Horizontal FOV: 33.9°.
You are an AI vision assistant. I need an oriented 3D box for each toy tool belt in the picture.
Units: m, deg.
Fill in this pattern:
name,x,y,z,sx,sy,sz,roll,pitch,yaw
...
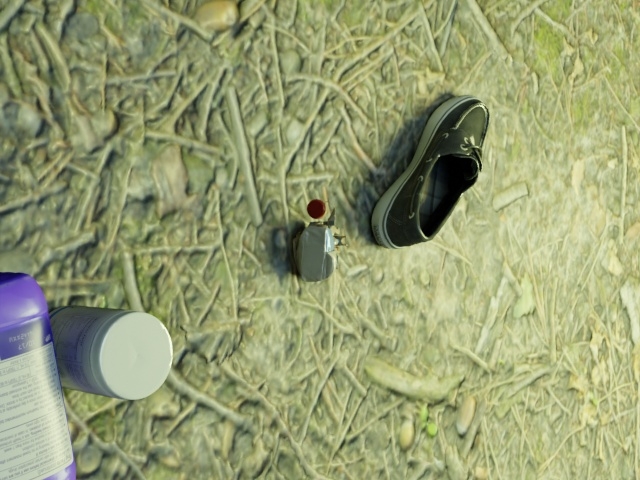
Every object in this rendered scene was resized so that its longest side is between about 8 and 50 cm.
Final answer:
name,x,y,z,sx,sy,sz,roll,pitch,yaw
toy tool belt,0.000,0.000,1.052,0.051,0.052,0.083,-10,102,-75

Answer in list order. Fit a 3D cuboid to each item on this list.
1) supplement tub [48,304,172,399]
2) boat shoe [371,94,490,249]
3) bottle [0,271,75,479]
name,x,y,z,sx,sy,sz,roll,pitch,yaw
supplement tub,-0.175,0.088,0.837,0.071,0.107,0.071,0,90,-44
boat shoe,0.141,-0.079,1.159,0.228,0.076,0.080,-50,122,-31
bottle,-0.243,0.169,0.783,0.118,0.092,0.283,-16,101,-42
